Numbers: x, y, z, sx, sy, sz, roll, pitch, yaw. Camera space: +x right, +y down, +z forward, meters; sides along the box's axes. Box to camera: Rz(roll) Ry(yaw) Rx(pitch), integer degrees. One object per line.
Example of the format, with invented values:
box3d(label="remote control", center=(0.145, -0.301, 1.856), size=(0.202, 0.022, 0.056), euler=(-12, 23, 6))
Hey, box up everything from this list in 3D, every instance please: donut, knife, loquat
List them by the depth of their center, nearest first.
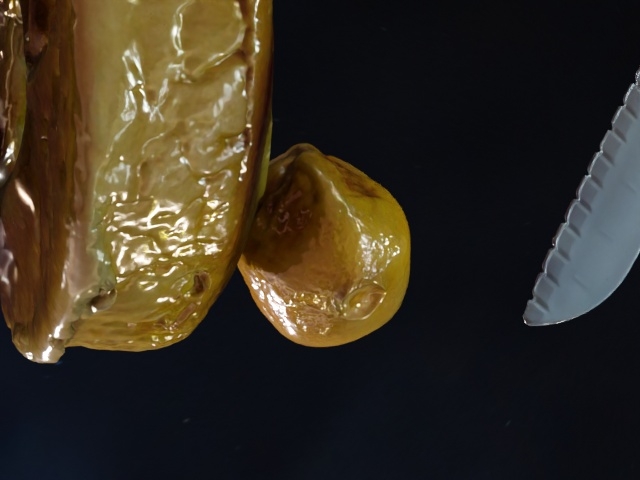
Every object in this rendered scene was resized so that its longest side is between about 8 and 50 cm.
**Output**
box3d(label="knife", center=(0.167, -0.093, 0.618), size=(0.044, 0.019, 0.313), euler=(35, -103, -16))
box3d(label="donut", center=(-0.115, -0.095, 0.894), size=(0.159, 0.330, 0.330), euler=(-2, -88, -24))
box3d(label="loquat", center=(0.000, 0.000, 0.981), size=(0.113, 0.137, 0.137), euler=(-29, -95, 5))
